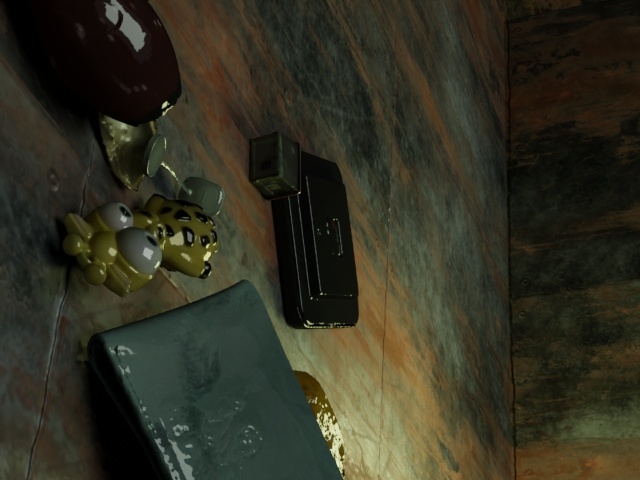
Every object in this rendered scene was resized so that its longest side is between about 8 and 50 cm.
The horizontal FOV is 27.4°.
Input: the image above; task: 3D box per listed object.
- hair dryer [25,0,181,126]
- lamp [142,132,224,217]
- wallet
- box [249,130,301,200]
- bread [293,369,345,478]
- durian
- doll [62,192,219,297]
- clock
[{"bbox_3d":[-0.225,-0.324,1.421,0.312,0.123,0.340,58,36,-34],"label":"hair dryer"},{"bbox_3d":[-0.163,-0.075,1.551,0.198,0.056,0.050,54,55,-74],"label":"lamp"},{"bbox_3d":[-0.104,0.200,1.437,0.251,0.054,0.290,-17,79,-51],"label":"wallet"},{"bbox_3d":[-0.067,-0.111,1.907,0.063,0.060,0.084,37,47,-53],"label":"box"},{"bbox_3d":[-0.053,0.280,1.645,0.240,0.139,0.239,-8,90,-71],"label":"bread"},{"bbox_3d":[-0.215,-0.121,1.489,0.066,0.052,0.130,-64,144,-58],"label":"durian"},{"bbox_3d":[-0.192,0.000,1.458,0.117,0.086,0.291,49,18,10],"label":"doll"},{"bbox_3d":[0.001,0.000,2.062,0.273,0.049,0.278,7,75,-70],"label":"clock"}]
